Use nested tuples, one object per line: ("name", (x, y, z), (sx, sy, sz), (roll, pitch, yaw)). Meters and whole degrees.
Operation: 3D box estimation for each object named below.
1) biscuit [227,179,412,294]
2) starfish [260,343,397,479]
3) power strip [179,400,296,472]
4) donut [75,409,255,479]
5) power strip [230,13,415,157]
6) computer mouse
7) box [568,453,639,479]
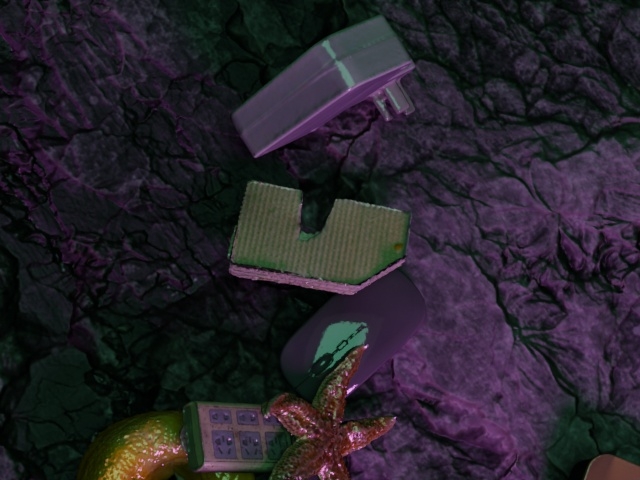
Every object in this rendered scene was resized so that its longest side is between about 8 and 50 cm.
("biscuit", (0.000, 0.000, 1.949), (0.250, 0.046, 0.147), (9, 59, -2))
("starfish", (0.012, 0.270, 1.860), (0.236, 0.062, 0.277), (45, 53, -23))
("power strip", (-0.074, 0.265, 1.848), (0.268, 0.034, 0.092), (10, 63, -43))
("donut", (-0.201, 0.338, 1.839), (0.253, 0.118, 0.253), (7, 73, -23))
("power strip", (0.035, -0.209, 1.941), (0.261, 0.229, 0.141), (-31, 89, -49))
("computer mouse", (0.048, 0.130, 1.948), (0.232, 0.057, 0.120), (-41, 87, -16))
("box", (0.437, 0.396, 1.945), (0.201, 0.090, 0.144), (22, 76, -5))
